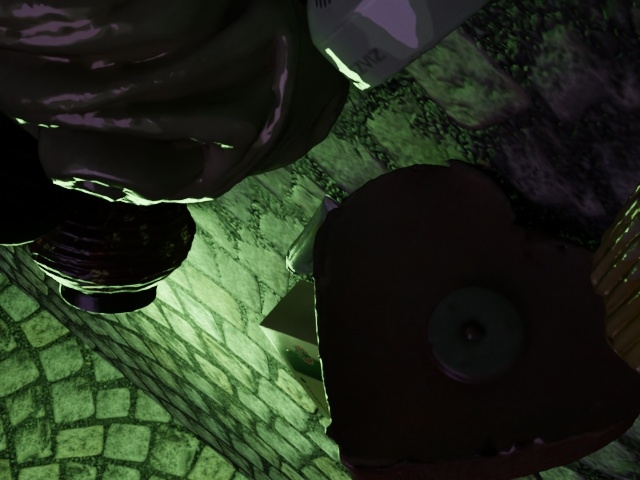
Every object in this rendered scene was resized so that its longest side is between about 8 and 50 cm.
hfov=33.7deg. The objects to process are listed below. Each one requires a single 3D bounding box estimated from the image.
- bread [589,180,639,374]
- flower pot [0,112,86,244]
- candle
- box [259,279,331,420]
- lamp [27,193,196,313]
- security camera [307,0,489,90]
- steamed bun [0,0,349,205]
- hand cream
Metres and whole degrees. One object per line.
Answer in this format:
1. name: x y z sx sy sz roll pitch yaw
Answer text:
1. bread: 0.295 0.035 0.642 0.250 0.179 0.133 39 153 11
2. flower pot: -0.480 -0.171 1.342 0.330 0.293 0.293 15 147 25
3. candle: 0.122 0.102 0.931 0.317 0.287 0.131 30 160 23
4. box: 0.042 0.169 1.431 0.168 0.095 0.212 12 143 48
5. lamp: -0.296 -0.021 1.500 0.247 0.247 0.247 36 157 18
6. security camera: 0.021 -0.230 0.618 0.236 0.194 0.194 48 158 -7
7. steamed bun: -0.167 -0.158 0.904 0.339 0.247 0.352 35 -175 13
8. hand cream: 0.000 0.000 1.264 0.067 0.042 0.194 45 154 0
